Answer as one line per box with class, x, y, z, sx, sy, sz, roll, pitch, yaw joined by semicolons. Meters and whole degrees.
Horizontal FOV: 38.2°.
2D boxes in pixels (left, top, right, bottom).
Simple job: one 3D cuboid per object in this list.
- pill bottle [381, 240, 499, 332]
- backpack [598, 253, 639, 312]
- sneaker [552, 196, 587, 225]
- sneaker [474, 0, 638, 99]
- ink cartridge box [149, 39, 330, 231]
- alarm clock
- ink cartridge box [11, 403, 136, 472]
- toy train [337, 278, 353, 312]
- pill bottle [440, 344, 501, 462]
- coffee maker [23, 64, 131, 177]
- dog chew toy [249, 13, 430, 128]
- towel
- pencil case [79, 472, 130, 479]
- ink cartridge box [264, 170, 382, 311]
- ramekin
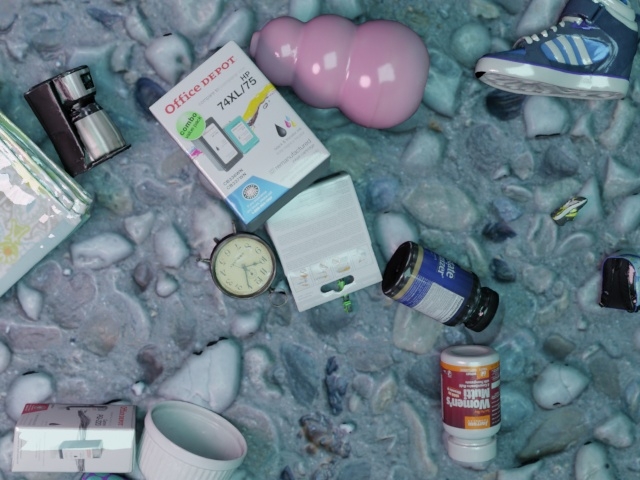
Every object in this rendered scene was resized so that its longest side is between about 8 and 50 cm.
pill bottle;0.243;0.099;1.862;0.219;0.123;0.122;26;92;-13
backpack;0.646;0.086;1.944;0.084;0.105;0.114;-9;99;-31
sneaker;0.525;-0.061;1.941;0.083;0.031;0.035;-31;115;0
sneaker;0.473;-0.414;1.844;0.323;0.130;0.236;6;87;-6
ink cartridge box;-0.142;-0.184;1.692;0.198;0.197;0.270;-41;88;-3
alarm clock;-0.139;0.061;1.820;0.192;0.064;0.129;44;88;-10
ink cartridge box;-0.461;0.374;1.756;0.218;0.158;0.092;5;96;-11
toy train;0.049;0.109;1.880;0.017;0.024;0.083;-17;100;-7
pill bottle;0.310;0.335;1.906;0.121;0.121;0.221;-4;98;-9
coffee maker;-0.464;-0.211;1.698;0.171;0.120;0.178;-28;101;-5
dog chew toy;0.032;-0.331;1.737;0.332;0.206;0.206;13;95;-3
towel;-0.642;-0.053;1.669;0.374;0.090;0.320;-40;104;10
pencil case;-0.406;0.501;1.831;0.152;0.064;0.070;28;72;-12
ink cartridge box;0.000;0.000;1.847;0.189;0.066;0.232;-20;109;-7
ramekin;-0.255;0.409;1.779;0.207;0.207;0.109;23;102;-12
